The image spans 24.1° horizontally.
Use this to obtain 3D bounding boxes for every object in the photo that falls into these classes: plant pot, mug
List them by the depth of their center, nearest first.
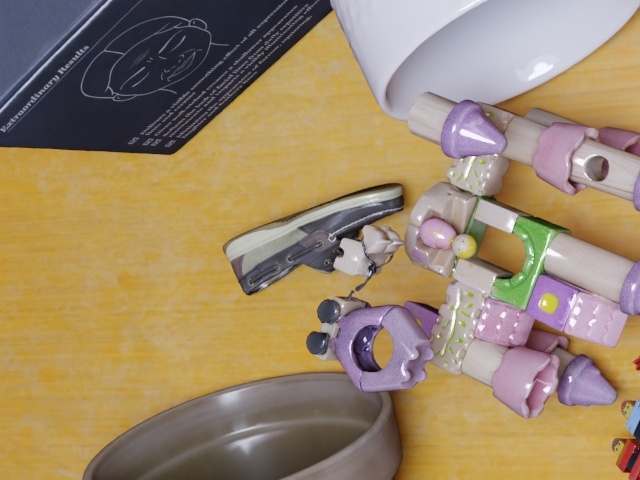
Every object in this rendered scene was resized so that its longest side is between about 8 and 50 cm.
[{"bbox_3d":[0.131,-0.342,1.391,0.328,0.276,0.374,67,155,16],"label":"mug"},{"bbox_3d":[-0.052,0.323,1.530,0.323,0.323,0.280,-8,104,23],"label":"plant pot"}]

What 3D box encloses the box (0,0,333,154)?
[{"bbox_3d":[-0.200,-0.257,1.504,0.293,0.395,0.212,-40,77,19],"label":"box"}]

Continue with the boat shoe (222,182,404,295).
[{"bbox_3d":[-0.001,0.000,1.601,0.223,0.080,0.073,-20,89,28],"label":"boat shoe"}]

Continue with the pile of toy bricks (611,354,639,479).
[{"bbox_3d":[0.345,0.135,1.452,0.105,0.118,0.212,52,128,54],"label":"pile of toy bricks"}]

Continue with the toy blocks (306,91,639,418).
[{"bbox_3d":[0.208,0.030,1.372,0.260,0.309,0.289,26,102,32],"label":"toy blocks"}]
